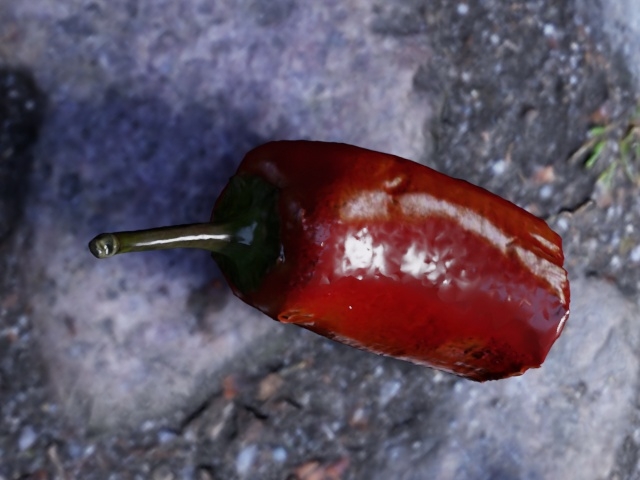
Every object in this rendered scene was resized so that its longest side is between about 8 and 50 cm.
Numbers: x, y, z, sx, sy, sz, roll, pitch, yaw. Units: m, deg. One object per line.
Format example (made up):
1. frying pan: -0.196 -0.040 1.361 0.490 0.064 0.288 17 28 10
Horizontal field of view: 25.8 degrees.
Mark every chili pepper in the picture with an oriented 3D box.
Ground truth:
1. chili pepper: -0.002 -0.002 0.929 0.338 0.134 0.131 15 72 -25
